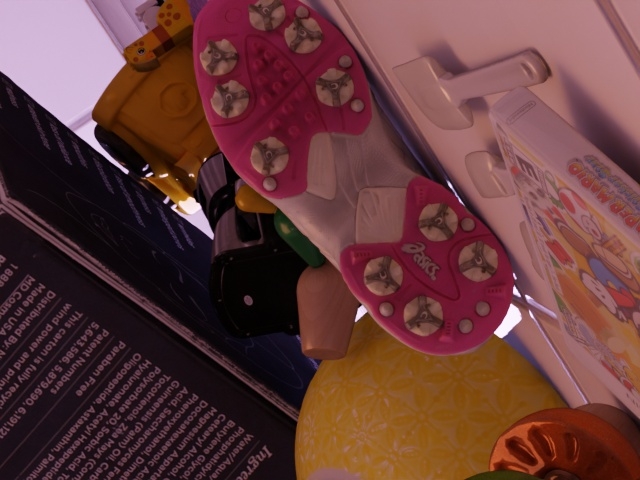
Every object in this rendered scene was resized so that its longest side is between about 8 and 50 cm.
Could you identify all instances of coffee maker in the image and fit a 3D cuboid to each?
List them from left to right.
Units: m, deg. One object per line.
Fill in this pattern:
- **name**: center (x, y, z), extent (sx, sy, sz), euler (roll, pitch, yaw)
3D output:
- **coffee maker**: center (-0.020, -0.006, 1.666), extent (0.178, 0.171, 0.120), euler (-100, 23, -54)

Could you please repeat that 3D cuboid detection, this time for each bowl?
- **bowl**: center (0.070, 0.207, 1.468), extent (0.289, 0.156, 0.289), euler (34, 141, 32)

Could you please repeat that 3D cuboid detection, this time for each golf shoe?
- **golf shoe**: center (0.015, -0.040, 1.306), extent (0.306, 0.115, 0.140), euler (55, 178, 14)

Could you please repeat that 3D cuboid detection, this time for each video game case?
- **video game case**: center (0.169, 0.054, 0.881), extent (0.206, 0.026, 0.227), euler (46, 170, 35)

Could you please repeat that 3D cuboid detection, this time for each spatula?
- **spatula**: center (0.114, -0.032, 0.993), extent (0.168, 0.019, 0.242), euler (57, 171, -7)

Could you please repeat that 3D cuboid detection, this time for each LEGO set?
- **LEGO set**: center (-0.132, -0.172, 1.854), extent (0.227, 0.093, 0.087), euler (53, 174, 27)

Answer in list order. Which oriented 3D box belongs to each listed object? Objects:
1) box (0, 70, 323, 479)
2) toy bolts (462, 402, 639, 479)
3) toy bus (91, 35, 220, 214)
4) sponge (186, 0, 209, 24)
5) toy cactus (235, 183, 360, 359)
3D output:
- **box**: center (-0.229, 0.116, 1.768), extent (0.472, 0.297, 0.480), euler (37, -173, -26)
- **toy bolts**: center (0.216, 0.200, 1.135), extent (0.218, 0.158, 0.228), euler (-13, 105, 41)
- **toy bus**: center (-0.102, -0.088, 1.974), extent (0.211, 0.149, 0.220), euler (34, 167, 27)
- **sponge**: center (-0.077, -0.179, 1.667), extent (0.117, 0.031, 0.210), euler (54, 175, 15)
- **toy cactus**: center (0.000, 0.000, 1.458), extent (0.219, 0.112, 0.180), euler (46, -135, -62)
